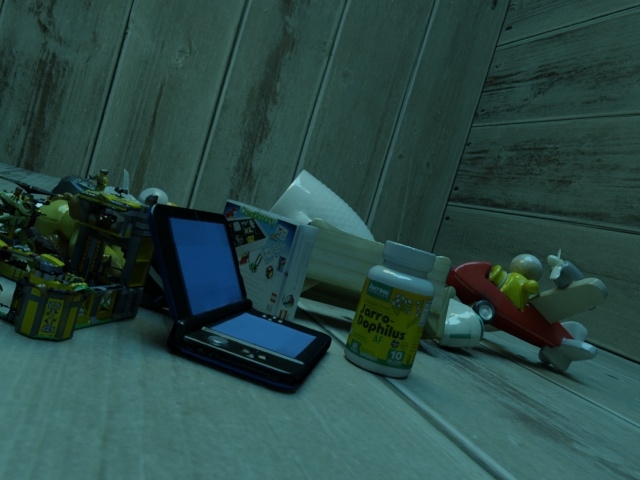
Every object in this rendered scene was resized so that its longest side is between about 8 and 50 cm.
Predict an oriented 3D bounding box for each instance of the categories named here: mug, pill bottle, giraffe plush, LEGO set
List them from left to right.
[{"bbox_3d":[-0.369,-0.018,0.701,0.331,0.192,0.255,18,3,22],"label":"LEGO set"},{"bbox_3d":[-0.429,-0.023,0.944,0.171,0.210,0.181,-6,-33,7],"label":"giraffe plush"},{"bbox_3d":[0.000,0.000,1.533,0.328,0.276,0.374,38,-3,-5],"label":"mug"},{"bbox_3d":[0.123,0.111,0.903,0.118,0.208,0.117,17,3,-1],"label":"pill bottle"}]

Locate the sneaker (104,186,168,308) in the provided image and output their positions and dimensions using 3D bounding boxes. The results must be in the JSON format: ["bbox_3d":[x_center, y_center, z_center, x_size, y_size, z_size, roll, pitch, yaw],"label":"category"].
[{"bbox_3d":[-0.301,0.023,0.857,0.217,0.121,0.079,43,12,12],"label":"sneaker"}]

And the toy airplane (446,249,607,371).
[{"bbox_3d":[0.552,0.168,1.430,0.386,0.272,0.384,5,-29,33],"label":"toy airplane"}]

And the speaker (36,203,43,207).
[{"bbox_3d":[-0.584,-0.055,1.161,0.136,0.055,0.055,11,5,-36],"label":"speaker"}]

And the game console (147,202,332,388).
[{"bbox_3d":[-0.101,0.069,0.794,0.250,0.173,0.293,17,3,9],"label":"game console"}]

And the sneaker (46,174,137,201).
[{"bbox_3d":[-0.583,-0.061,1.495,0.341,0.125,0.139,19,29,-7],"label":"sneaker"}]

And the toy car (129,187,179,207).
[{"bbox_3d":[-0.433,-0.033,1.320,0.182,0.136,0.159,-7,-37,8],"label":"toy car"}]

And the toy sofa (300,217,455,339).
[{"bbox_3d":[0.100,0.093,1.190,0.363,0.177,0.150,16,-16,-10],"label":"toy sofa"}]

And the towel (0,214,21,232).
[{"bbox_3d":[-0.626,-0.028,1.157,0.152,0.023,0.113,16,2,-15],"label":"towel"}]

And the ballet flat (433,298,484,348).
[{"bbox_3d":[0.256,0.181,1.410,0.139,0.139,0.400,16,4,-24],"label":"ballet flat"}]

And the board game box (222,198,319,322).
[{"bbox_3d":[-0.135,0.032,1.138,0.053,0.192,0.305,14,4,-39],"label":"board game box"}]
